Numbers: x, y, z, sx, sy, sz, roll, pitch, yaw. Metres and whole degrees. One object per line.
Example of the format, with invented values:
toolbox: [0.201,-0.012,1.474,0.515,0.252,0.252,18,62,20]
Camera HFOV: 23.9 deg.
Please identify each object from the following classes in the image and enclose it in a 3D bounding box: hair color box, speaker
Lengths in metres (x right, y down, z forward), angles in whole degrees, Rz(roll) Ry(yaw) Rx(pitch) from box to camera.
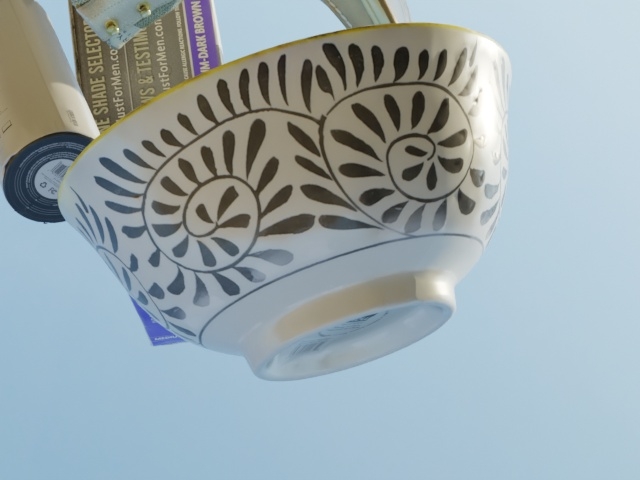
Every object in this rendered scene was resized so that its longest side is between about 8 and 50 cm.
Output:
hair color box: [-0.112,-0.051,1.179,0.110,0.339,0.185,-9,-108,-1]
speaker: [-0.148,-0.070,0.769,0.055,0.055,0.136,-17,-137,-13]

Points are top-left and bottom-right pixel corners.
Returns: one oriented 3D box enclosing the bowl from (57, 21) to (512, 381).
bowl: [0.000,0.000,0.534,0.170,0.170,0.080,-15,-108,-11]

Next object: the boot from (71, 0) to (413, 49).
boot: [-0.058,-0.161,0.913,0.165,0.213,0.077,-35,-171,16]
